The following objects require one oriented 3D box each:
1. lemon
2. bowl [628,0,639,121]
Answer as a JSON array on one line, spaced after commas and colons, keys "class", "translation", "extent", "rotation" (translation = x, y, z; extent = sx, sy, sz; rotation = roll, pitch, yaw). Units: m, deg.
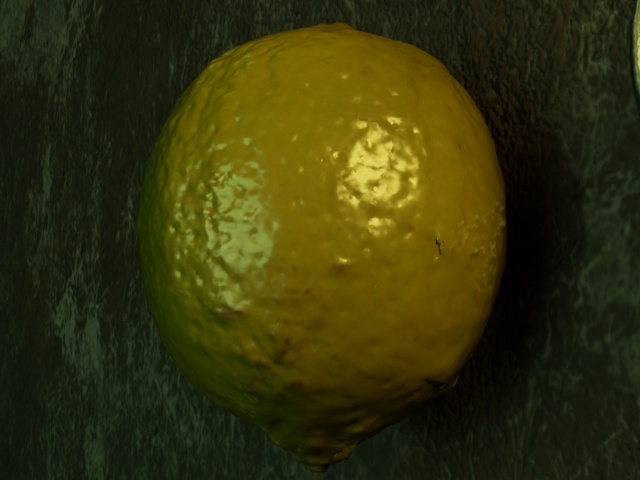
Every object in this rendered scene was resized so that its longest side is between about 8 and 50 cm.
[{"class": "lemon", "translation": [0.000, 0.000, 0.932], "extent": [0.253, 0.253, 0.311], "rotation": [-6, 78, 57]}, {"class": "bowl", "translation": [0.259, -0.109, 0.666], "extent": [0.211, 0.112, 0.212], "rotation": [-175, 90, -65]}]
